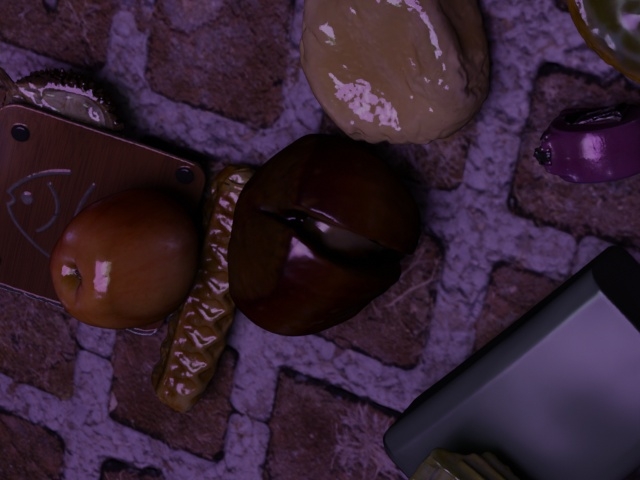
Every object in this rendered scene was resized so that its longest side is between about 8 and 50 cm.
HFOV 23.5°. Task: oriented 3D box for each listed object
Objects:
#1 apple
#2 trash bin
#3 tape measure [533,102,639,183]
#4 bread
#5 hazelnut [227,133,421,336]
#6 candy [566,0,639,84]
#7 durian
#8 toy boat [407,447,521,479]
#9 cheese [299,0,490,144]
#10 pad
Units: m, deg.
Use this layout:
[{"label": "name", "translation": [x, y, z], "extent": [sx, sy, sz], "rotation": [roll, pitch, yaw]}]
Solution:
[{"label": "apple", "translation": [-0.244, 0.028, 1.895], "extent": [0.199, 0.199, 0.199], "rotation": [9, 113, 24]}, {"label": "trash bin", "translation": [0.272, 0.196, 1.773], "extent": [0.223, 0.158, 0.343], "rotation": [48, 121, 3]}, {"label": "tape measure", "translation": [0.297, -0.107, 1.672], "extent": [0.125, 0.118, 0.074], "rotation": [-5, 108, 25]}, {"label": "bread", "translation": [-0.143, 0.065, 1.982], "extent": [0.077, 0.084, 0.368], "rotation": [9, 118, -22]}, {"label": "hazelnut", "translation": [0.000, 0.000, 1.820], "extent": [0.217, 0.217, 0.252], "rotation": [36, 107, 11]}, {"label": "candy", "translation": [0.372, -0.279, 1.575], "extent": [0.259, 0.118, 0.260], "rotation": [13, 117, 27]}, {"label": "durian", "translation": [-0.336, -0.170, 1.982], "extent": [0.188, 0.091, 0.148], "rotation": [34, 122, -14]}, {"label": "toy boat", "translation": [0.213, 0.342, 1.697], "extent": [0.276, 0.084, 0.111], "rotation": [49, 135, 17]}, {"label": "cheese", "translation": [0.078, -0.213, 1.745], "extent": [0.214, 0.117, 0.226], "rotation": [-8, 106, 33]}, {"label": "pad", "translation": [-0.312, -0.025, 2.007], "extent": [0.284, 0.018, 0.287], "rotation": [19, 122, -1]}]
